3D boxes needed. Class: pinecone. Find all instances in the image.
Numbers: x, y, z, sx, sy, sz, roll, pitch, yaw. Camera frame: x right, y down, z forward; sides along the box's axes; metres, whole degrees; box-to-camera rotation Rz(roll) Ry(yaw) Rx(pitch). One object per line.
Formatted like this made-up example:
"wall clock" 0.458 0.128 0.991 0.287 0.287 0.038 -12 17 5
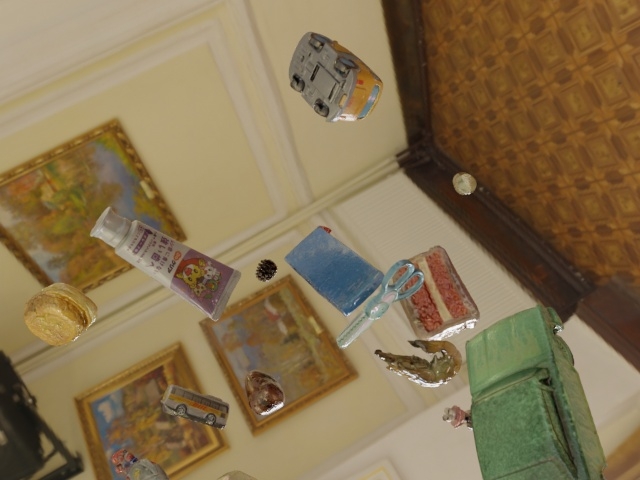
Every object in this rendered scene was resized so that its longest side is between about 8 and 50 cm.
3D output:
"pinecone" -0.191 0.105 2.151 0.077 0.083 0.077 23 134 25

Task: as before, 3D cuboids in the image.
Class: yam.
"yam" 0.426 -0.168 1.825 0.066 0.066 0.300 61 -167 -2

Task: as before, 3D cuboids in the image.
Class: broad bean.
"broad bean" -0.142 0.377 1.545 0.114 0.084 0.165 54 177 -19

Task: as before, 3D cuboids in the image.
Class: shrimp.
"shrimp" 0.256 0.294 1.514 0.254 0.145 0.059 32 -157 -31

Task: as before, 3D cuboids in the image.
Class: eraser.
"eraser" 0.031 0.074 1.625 0.312 0.144 0.042 37 167 51

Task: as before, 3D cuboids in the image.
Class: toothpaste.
"toothpaste" -0.295 0.041 1.195 0.299 0.114 0.073 34 157 -25

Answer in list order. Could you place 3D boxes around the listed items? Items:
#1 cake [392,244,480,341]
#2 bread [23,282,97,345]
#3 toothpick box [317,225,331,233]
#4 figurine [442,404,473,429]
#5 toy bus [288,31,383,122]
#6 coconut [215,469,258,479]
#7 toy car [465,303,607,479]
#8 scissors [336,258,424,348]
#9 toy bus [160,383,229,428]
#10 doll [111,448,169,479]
"cake" 0.408 0.202 2.219 0.230 0.237 0.308 62 -177 -68
"bread" -0.857 0.241 2.019 0.198 0.236 0.120 48 -152 -25
"toothpick box" 0.000 0.000 1.902 0.047 0.083 0.047 18 167 4
"figurine" 0.408 0.505 1.731 0.054 0.129 0.072 160 123 -67
"toy bus" 0.035 -0.341 1.300 0.209 0.136 0.126 52 128 35
"coconut" -0.252 0.803 1.787 0.197 0.237 0.237 53 175 -27
"toy car" 0.243 0.222 0.704 0.097 0.141 0.320 31 -140 -28
"scissors" 0.130 0.151 1.406 0.125 0.256 0.030 35 -169 -50
"toy bus" -0.313 0.418 1.556 0.172 0.072 0.057 23 163 -17
"doll" -0.368 0.491 1.288 0.195 0.062 0.104 8 100 38
